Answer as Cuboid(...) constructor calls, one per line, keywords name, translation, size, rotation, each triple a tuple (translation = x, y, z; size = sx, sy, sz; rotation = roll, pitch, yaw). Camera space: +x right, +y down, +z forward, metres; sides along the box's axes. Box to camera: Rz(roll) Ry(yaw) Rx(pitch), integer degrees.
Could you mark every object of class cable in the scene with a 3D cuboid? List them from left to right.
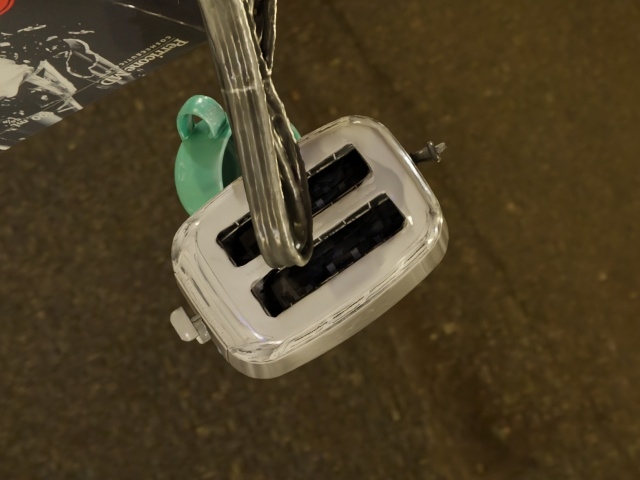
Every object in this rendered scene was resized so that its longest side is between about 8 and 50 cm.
Cuboid(name="cable", translation=(-0.031, -0.118, 0.979), size=(0.139, 0.072, 0.287), rotation=(-68, 145, -76))

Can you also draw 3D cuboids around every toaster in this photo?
Cuboid(name="toaster", translation=(0.000, 0.000, 1.165), size=(0.129, 0.227, 0.146), rotation=(57, 0, 5))

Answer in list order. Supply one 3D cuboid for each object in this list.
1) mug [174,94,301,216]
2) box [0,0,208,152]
Cuboid(name="mug", translation=(-0.092, -0.084, 1.794), size=(0.129, 0.097, 0.158), rotation=(-20, 105, -42))
Cuboid(name="box", translation=(-0.311, -0.203, 1.295), size=(0.312, 0.343, 0.179), rotation=(10, 64, -49))
